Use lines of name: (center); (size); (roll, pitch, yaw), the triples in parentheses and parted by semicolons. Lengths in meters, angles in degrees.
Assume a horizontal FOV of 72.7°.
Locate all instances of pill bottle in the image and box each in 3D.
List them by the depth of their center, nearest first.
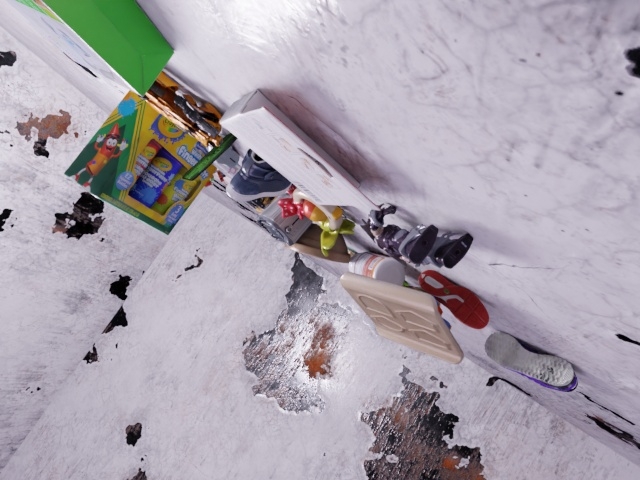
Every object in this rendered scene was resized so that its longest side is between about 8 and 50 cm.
pill bottle: (0.184, 0.103, 1.488); (0.121, 0.121, 0.216); (37, 172, -23)

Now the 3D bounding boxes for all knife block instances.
knife block: (-0.183, -0.125, 1.749); (0.275, 0.088, 0.242); (33, 173, 13)

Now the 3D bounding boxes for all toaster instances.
toaster: (-0.117, -0.078, 1.477); (0.129, 0.146, 0.227); (50, 167, -22)

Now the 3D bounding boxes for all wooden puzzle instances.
wooden puzzle: (0.258, 0.222, 1.328); (0.322, 0.081, 0.348); (13, 148, 40)

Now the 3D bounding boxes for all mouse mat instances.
mouse mat: (-0.290, -0.227, 1.163); (0.007, 0.190, 0.152); (48, 166, -27)

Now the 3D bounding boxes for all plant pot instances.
plant pot: (0.000, 0.000, 1.543); (0.237, 0.110, 0.237); (14, -179, 0)

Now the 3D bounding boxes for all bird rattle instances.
bird rattle: (-0.011, -0.095, 1.253); (0.253, 0.143, 0.207); (46, 163, 10)

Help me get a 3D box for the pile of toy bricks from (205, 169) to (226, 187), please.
pile of toy bricks: (-0.491, -0.317, 1.898); (0.212, 0.118, 0.105); (-128, 17, -58)

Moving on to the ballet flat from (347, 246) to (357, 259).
ballet flat: (0.066, 0.043, 1.827); (0.073, 0.067, 0.206); (40, 171, -40)

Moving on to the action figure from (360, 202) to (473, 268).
action figure: (0.190, 0.000, 0.933); (0.185, 0.099, 0.285); (29, 178, -16)

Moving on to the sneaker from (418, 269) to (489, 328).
sneaker: (0.388, 0.168, 1.258); (0.221, 0.087, 0.128); (44, -175, 21)

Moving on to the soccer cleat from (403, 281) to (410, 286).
soccer cleat: (0.327, 0.202, 1.756); (0.072, 0.060, 0.179); (30, 169, 17)

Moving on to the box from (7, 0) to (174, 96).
box: (-0.448, -0.430, 0.806); (0.231, 0.127, 0.262); (30, 173, 18)

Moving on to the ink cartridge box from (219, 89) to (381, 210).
ink cartridge box: (-0.033, -0.174, 0.865); (0.296, 0.066, 0.261); (38, 169, -28)

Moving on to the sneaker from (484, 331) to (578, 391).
sneaker: (0.661, 0.395, 1.370); (0.146, 0.102, 0.293); (38, 172, -34)

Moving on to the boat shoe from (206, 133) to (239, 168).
boat shoe: (-0.320, -0.281, 1.351); (0.075, 0.083, 0.226); (32, 173, 6)

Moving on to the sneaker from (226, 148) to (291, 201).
sneaker: (-0.114, -0.187, 1.077); (0.086, 0.163, 0.226); (45, -144, 11)

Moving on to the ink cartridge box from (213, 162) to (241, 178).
ink cartridge box: (-0.351, -0.279, 1.626); (0.088, 0.052, 0.122); (28, 169, 41)

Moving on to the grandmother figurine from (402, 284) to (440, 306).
grandmother figurine: (0.269, 0.187, 1.560); (0.207, 0.104, 0.342); (13, 177, -18)

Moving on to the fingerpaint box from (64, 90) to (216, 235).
fingerpaint box: (-0.587, -0.259, 1.540); (0.163, 0.371, 0.445); (32, 172, 16)

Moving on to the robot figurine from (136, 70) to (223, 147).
robot figurine: (-0.365, -0.349, 1.109); (0.291, 0.085, 0.211); (36, 173, -13)
